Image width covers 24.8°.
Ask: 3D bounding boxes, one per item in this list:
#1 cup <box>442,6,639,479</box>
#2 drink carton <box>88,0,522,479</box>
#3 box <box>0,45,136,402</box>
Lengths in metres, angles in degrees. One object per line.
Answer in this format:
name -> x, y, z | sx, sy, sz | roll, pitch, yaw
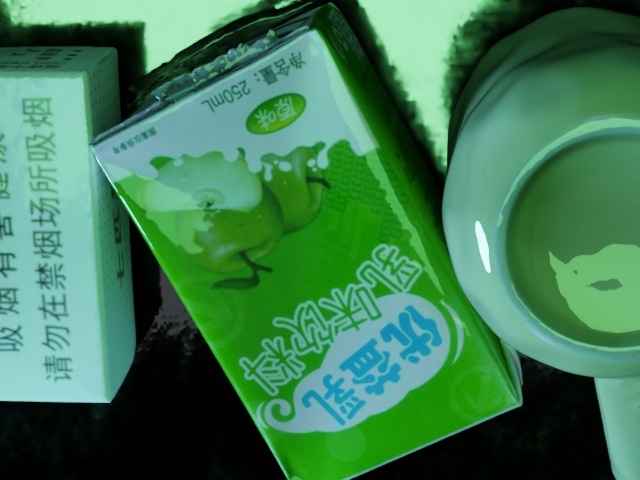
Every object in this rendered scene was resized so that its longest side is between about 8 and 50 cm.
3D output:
cup -> 0.146, 0.007, 0.820 | 0.173, 0.202, 0.255 | 12, 109, 0
drink carton -> 0.000, 0.000, 0.880 | 0.161, 0.108, 0.271 | -25, 106, 15
box -> -0.289, -0.011, 0.909 | 0.330, 0.095, 0.210 | 1, 108, 6
